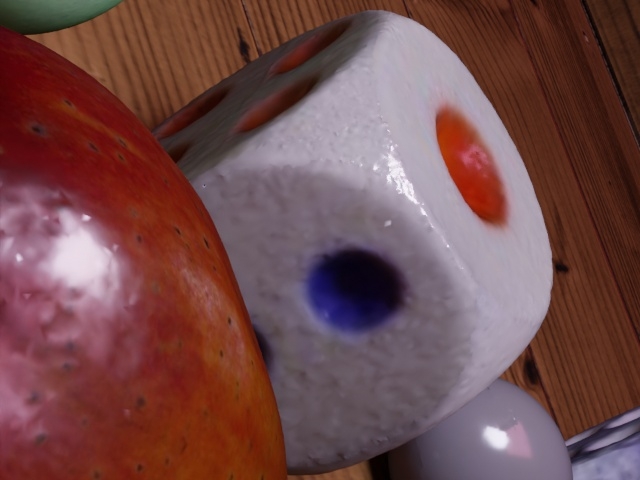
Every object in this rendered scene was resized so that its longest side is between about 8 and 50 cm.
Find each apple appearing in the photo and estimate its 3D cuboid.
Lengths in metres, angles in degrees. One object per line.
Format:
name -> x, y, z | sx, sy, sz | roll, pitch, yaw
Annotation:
apple -> -0.170, 0.084, 0.824 | 0.295, 0.329, 0.365 | 29, -17, 48

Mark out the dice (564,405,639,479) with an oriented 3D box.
dice -> 0.349, 0.299, 1.594 | 0.271, 0.270, 0.270 | 66, 21, 3

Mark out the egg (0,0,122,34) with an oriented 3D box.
egg -> -0.186, -0.242, 1.028 | 0.220, 0.220, 0.270 | 57, 13, -19

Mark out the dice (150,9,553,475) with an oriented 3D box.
dice -> 0.000, 0.000, 1.156 | 0.243, 0.251, 0.259 | 55, 24, -19

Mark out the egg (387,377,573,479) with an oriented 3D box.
egg -> 0.137, 0.196, 1.392 | 0.199, 0.146, 0.146 | 57, 23, -33
